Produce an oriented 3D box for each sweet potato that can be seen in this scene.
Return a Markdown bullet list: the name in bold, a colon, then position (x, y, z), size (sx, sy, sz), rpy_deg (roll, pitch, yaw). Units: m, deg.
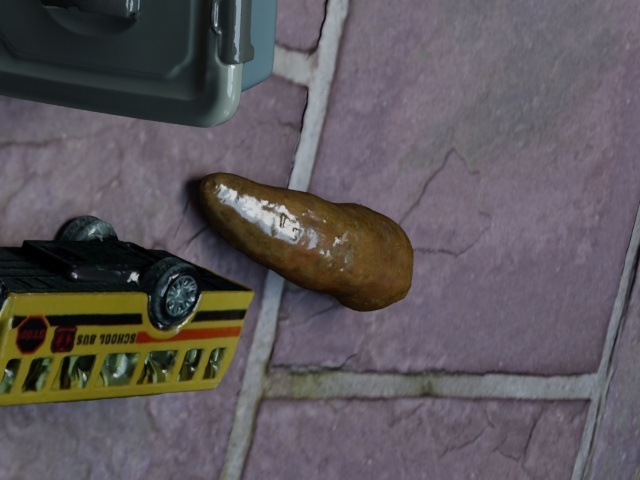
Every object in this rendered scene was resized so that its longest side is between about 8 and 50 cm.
- **sweet potato**: position (0.001, 0.000, 1.602), size (0.292, 0.097, 0.097), rpy_deg (25, 83, -53)

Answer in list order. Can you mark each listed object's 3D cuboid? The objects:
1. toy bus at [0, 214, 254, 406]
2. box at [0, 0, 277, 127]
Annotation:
- **toy bus**: position (-0.201, 0.055, 1.351), size (0.335, 0.121, 0.123), rpy_deg (1, 110, -53)
- **box**: position (-0.138, -0.175, 1.266), size (0.130, 0.227, 0.162), rpy_deg (-30, 127, -63)
